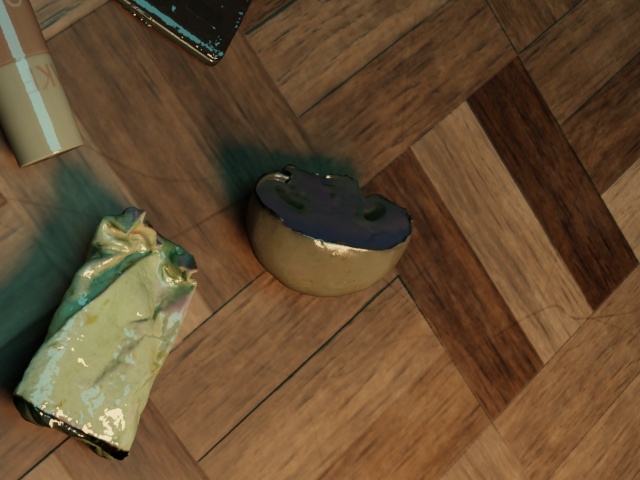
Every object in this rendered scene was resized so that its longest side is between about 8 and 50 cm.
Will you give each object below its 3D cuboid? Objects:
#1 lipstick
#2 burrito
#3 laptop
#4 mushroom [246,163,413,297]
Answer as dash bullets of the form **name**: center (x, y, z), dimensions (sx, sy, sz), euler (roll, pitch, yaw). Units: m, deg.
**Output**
- **lipstick**: center (-0.306, -0.200, 1.150), dimensions (0.070, 0.070, 0.254), euler (-24, 97, -31)
- **burrito**: center (-0.208, 0.088, 1.172), dimensions (0.144, 0.089, 0.229), euler (37, 67, -38)
- **laptop**: center (-0.162, -0.302, 1.276), dimensions (0.207, 0.026, 0.154), euler (34, 68, -24)
- **mushroom**: center (0.000, 0.000, 1.292), dimensions (0.188, 0.141, 0.117), euler (14, 111, -25)
